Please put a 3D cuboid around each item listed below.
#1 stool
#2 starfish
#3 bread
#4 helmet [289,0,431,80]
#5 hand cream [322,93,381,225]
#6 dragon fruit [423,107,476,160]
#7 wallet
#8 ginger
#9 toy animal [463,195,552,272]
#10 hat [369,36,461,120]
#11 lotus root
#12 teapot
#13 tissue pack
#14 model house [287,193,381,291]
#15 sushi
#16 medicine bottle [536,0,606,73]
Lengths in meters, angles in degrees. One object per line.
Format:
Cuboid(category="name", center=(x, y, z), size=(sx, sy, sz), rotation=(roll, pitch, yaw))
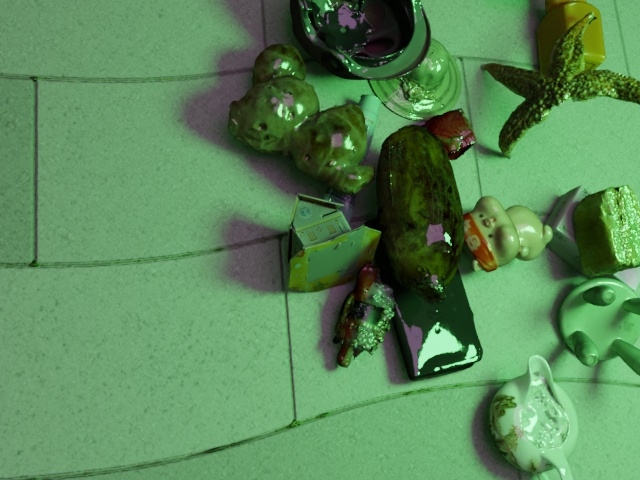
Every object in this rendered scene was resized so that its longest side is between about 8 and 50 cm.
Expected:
Cuboid(category="stool", center=(0.652, 0.193, 1.836), size=(0.195, 0.198, 0.195), rotation=(13, 97, -4))
Cuboid(category="starfish", center=(0.545, -0.341, 1.894), size=(0.132, 0.398, 0.383), rotation=(31, 39, -30))
Cuboid(category="bread", center=(0.646, -0.023, 1.860), size=(0.102, 0.138, 0.196), rotation=(-4, 82, -20))
Cuboid(category="helmet", center=(0.072, -0.484, 1.871), size=(0.338, 0.197, 0.271), rotation=(45, 73, -5))
Cuboid(category="hand cream", center=(0.067, -0.173, 1.860), size=(0.085, 0.058, 0.331), rotation=(26, 73, -25))
Cuboid(category="dragon fruit", center=(0.262, -0.231, 1.904), size=(0.161, 0.120, 0.127), rotation=(-24, 77, -16))
Cuboid(category="wallet", center=(0.228, 0.109, 1.824), size=(0.197, 0.051, 0.377), rotation=(-9, 74, -23))
Cuboid(category="ginger", center=(-0.028, -0.247, 1.767), size=(0.375, 0.176, 0.256), rotation=(41, 60, 10))
Cuboid(category="toy animal", center=(0.399, -0.013, 1.868), size=(0.198, 0.171, 0.171), rotation=(-10, 78, -25))
Cuboid(category="hat", center=(0.244, -0.415, 1.955), size=(0.252, 0.110, 0.251), rotation=(5, 73, -16))
Cuboid(category="lotus root", center=(0.211, -0.059, 1.746), size=(0.179, 0.196, 0.397), rotation=(-11, 64, 18))
Cuboid(category="teapot", center=(0.466, 0.400, 1.775), size=(0.204, 0.139, 0.298), rotation=(-11, 77, -23))
Cuboid(category="tissue pack", center=(0.660, 0.007, 1.980), size=(0.246, 0.092, 0.148), rotation=(37, 68, -6))
Cuboid(category="model house", center=(0.000, 0.000, 1.729), size=(0.208, 0.219, 0.135), rotation=(-21, 62, -14))
Cuboid(category="sushi", center=(0.096, 0.164, 1.740), size=(0.097, 0.103, 0.226), rotation=(29, 81, -51))
Cuboid(category="medicine bottle", center=(0.626, -0.524, 2.092), size=(0.112, 0.149, 0.222), rotation=(5, 72, -18))
